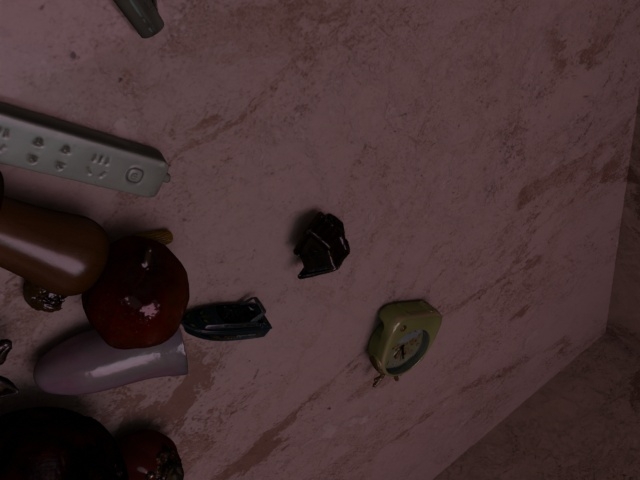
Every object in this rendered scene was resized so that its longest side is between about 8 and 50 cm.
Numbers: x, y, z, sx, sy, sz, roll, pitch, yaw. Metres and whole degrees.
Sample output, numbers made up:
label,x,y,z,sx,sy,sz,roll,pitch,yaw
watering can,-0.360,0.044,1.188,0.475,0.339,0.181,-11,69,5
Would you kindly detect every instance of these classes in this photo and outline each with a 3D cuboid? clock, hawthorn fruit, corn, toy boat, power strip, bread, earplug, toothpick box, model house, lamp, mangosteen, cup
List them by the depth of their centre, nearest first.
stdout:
label,x,y,z,sx,sy,sz,roll,pitch,yaw
toothpick box,-0.524,-0.009,0.990,0.192,0.192,0.294,-53,138,5
cup,-0.308,-0.399,0.991,0.055,0.074,0.083,-12,141,16
power strip,-0.441,-0.156,1.041,0.385,0.062,0.091,13,114,-42
bread,-0.537,0.093,1.144,0.082,0.060,0.113,4,118,-42
hawthorn fruit,-0.355,0.095,1.145,0.215,0.215,0.249,0,138,-38
mangosteen,-0.600,0.562,1.204,0.381,0.381,0.421,28,101,-46
corn,-0.358,-0.002,1.234,0.092,0.037,0.037,-12,126,-36
earplug,-0.459,0.251,1.261,0.301,0.172,0.172,-13,127,-22
toy boat,-0.232,0.196,1.431,0.246,0.093,0.103,3,125,-39
lamp,-0.456,0.593,1.464,0.227,0.227,0.226,-20,130,-26
model house,0.003,-0.004,1.485,0.165,0.106,0.152,-56,138,-48
clock,0.258,0.347,1.920,0.235,0.096,0.307,-1,120,-39

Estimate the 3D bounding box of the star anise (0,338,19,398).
label,x,y,z,sx,sy,sz,roll,pitch,yaw
star anise,-0.681,0.263,1.089,0.236,0.109,0.223,-9,89,-8
